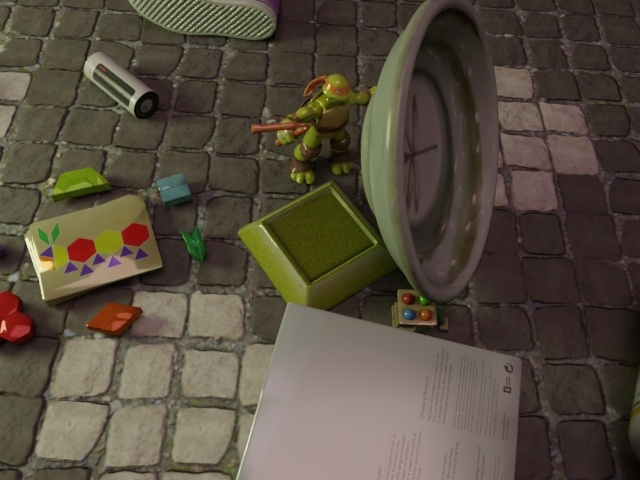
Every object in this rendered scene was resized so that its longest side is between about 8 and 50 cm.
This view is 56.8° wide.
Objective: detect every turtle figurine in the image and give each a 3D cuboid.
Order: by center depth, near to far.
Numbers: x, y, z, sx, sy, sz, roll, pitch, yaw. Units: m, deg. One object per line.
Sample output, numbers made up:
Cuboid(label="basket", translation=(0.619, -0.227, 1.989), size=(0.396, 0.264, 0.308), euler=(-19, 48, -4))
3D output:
Cuboid(label="turtle figurine", translation=(0.001, -0.175, 0.890), size=(0.269, 0.217, 0.087), euler=(-29, 70, -23))

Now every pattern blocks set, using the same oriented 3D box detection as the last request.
Cuboid(label="pattern blocks set", translation=(-0.335, 0.012, 0.871), size=(0.324, 0.026, 0.286), euler=(-10, 61, -9))

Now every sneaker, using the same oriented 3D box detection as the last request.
Cuboid(label="sneaker", translation=(-0.216, -0.475, 1.132), size=(0.281, 0.102, 0.161), euler=(10, 55, -10))

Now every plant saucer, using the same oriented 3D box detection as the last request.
Cuboid(label="plant saucer", translation=(0.145, -0.119, 0.807), size=(0.100, 0.400, 0.401), euler=(5, 55, 31))
Cuboid(label="plant saucer", translation=(0.000, 0.000, 0.890), size=(0.188, 0.045, 0.188), euler=(-29, 66, -20))

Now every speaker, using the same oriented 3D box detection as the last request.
Cuboid(label="speaker", translation=(-0.343, -0.268, 1.020), size=(0.136, 0.055, 0.055), euler=(39, 64, 17))

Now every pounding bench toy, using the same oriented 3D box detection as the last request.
Cuboid(label="pounding bench toy", translation=(0.146, 0.104, 0.827), size=(0.083, 0.065, 0.052), euler=(3, 59, -3))

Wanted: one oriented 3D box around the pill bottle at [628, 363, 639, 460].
Cuboid(label="pill bottle", translation=(0.493, 0.195, 0.726), size=(0.187, 0.188, 0.334), euler=(22, 61, 9))

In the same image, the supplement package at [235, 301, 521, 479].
Cuboid(label="supplement package", translation=(0.061, 0.225, 0.673), size=(0.262, 0.198, 0.199), euler=(13, 60, 4))
